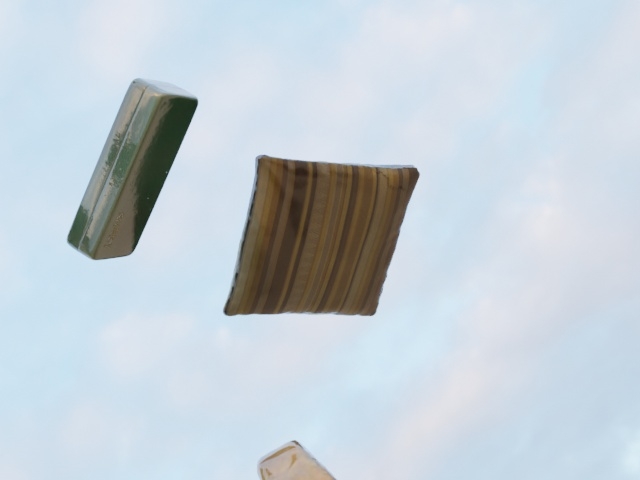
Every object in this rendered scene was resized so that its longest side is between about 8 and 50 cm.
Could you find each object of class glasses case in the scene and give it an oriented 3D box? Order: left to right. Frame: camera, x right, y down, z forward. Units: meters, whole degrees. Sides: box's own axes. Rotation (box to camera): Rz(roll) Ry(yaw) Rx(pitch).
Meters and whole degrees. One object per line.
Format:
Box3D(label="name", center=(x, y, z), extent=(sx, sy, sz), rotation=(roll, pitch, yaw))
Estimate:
Box3D(label="glasses case", center=(-0.187, -0.069, 0.975), extent=(0.184, 0.039, 0.078), rotation=(-64, -18, 14))

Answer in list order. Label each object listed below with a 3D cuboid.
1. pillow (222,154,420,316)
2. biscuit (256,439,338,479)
Box3D(label="pillow", center=(0.000, 0.000, 1.150), extent=(0.212, 0.052, 0.208), rotation=(2, -61, -28))
Box3D(label="biscuit", center=(0.092, 0.273, 0.628), extent=(0.057, 0.343, 0.287), rotation=(-45, -45, -9))
